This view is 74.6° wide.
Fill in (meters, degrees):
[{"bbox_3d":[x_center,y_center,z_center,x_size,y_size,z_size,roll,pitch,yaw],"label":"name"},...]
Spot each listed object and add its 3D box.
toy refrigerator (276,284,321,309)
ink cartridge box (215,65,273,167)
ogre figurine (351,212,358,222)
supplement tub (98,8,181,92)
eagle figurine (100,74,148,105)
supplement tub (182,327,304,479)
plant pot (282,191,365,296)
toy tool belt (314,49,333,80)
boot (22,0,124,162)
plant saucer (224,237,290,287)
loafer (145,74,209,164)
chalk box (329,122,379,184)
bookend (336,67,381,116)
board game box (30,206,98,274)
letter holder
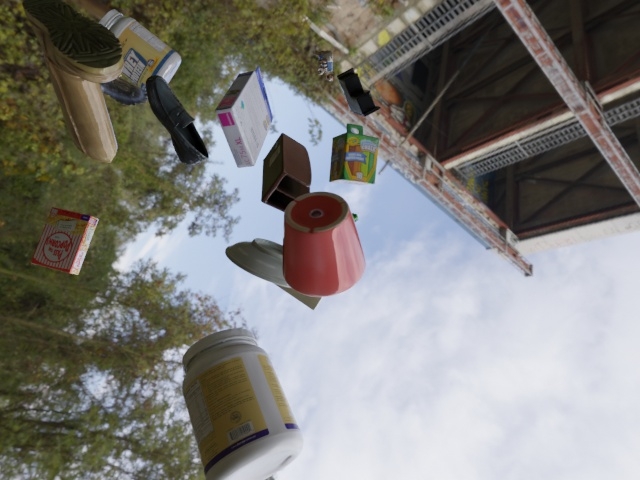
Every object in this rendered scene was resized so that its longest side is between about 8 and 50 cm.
[{"bbox_3d":[-0.109,0.225,2.113,0.102,0.270,0.094,-60,172,15],"label":"toy refrigerator"},{"bbox_3d":[-0.217,-0.379,1.264,0.065,0.185,0.311,-3,-138,14],"label":"ink cartridge box"},{"bbox_3d":[0.055,-0.079,1.716,0.118,0.096,0.197,-34,176,40],"label":"ogre figurine"},{"bbox_3d":[-0.510,-0.519,1.169,0.144,0.200,0.144,-45,-156,26],"label":"supplement tub"},{"bbox_3d":[-0.876,-0.714,1.760,0.226,0.298,0.225,-35,-102,25],"label":"eagle figurine"},{"bbox_3d":[-0.209,0.417,1.064,0.241,0.241,0.331,-46,-128,19],"label":"supplement tub"},{"bbox_3d":[0.000,0.000,1.308,0.275,0.243,0.274,-4,-137,4],"label":"plant pot"},{"bbox_3d":[0.009,-0.498,1.199,0.052,0.051,0.083,-107,-165,-71],"label":"toy tool belt"},{"bbox_3d":[-0.404,-0.249,0.746,0.236,0.089,0.269,45,-34,23],"label":"boot"},{"bbox_3d":[-0.209,0.076,1.833,0.100,0.401,0.400,-66,-152,10],"label":"plant saucer"},{"bbox_3d":[-0.338,-0.288,1.010,0.078,0.223,0.076,-5,-147,26],"label":"loafer"},{"bbox_3d":[0.163,-0.421,2.040,0.179,0.181,0.288,-166,-100,-68],"label":"chalk box"},{"bbox_3d":[0.145,-0.568,1.606,0.072,0.157,0.156,-29,-153,-3],"label":"bookend"},{"bbox_3d":[-0.827,0.001,1.363,0.045,0.147,0.193,62,41,-75],"label":"board game box"},{"bbox_3d":[-0.096,-0.241,1.621,0.152,0.215,0.301,-49,-152,30],"label":"letter holder"}]
